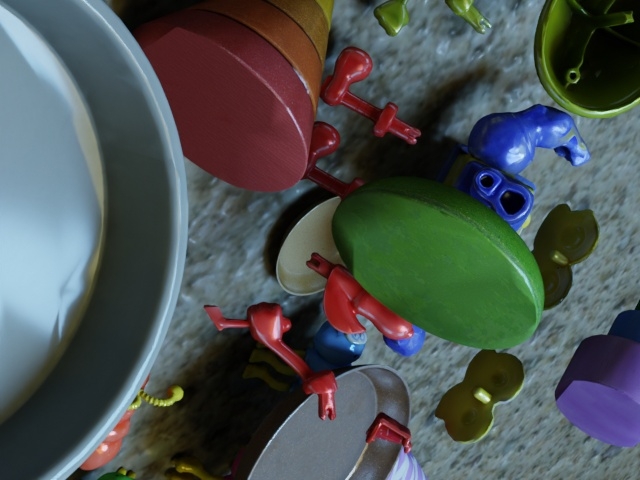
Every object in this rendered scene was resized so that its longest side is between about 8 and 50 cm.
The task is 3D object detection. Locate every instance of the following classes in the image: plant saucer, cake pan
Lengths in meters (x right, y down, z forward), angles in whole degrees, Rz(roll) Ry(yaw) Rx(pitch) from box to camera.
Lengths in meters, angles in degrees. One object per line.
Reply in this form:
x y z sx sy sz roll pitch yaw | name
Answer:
0.000 0.000 0.935 0.083 0.015 0.083 -26 140 -25 | plant saucer
-0.194 0.001 0.630 0.293 0.054 0.293 -11 107 -40 | cake pan
-0.004 0.154 0.952 0.168 0.029 0.168 -31 139 -32 | plant saucer

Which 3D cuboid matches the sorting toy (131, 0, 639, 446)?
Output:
0.070 -0.038 0.767 0.126 0.365 0.127 -56 -175 -28 | sorting toy

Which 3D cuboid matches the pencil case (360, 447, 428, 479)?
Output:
0.047 0.212 1.122 0.086 0.088 0.206 -36 143 -9 | pencil case

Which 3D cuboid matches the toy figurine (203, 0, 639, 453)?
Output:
0.089 -0.049 0.916 0.362 0.191 0.217 -62 177 -1 | toy figurine

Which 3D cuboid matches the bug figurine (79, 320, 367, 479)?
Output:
-0.083 0.139 0.937 0.279 0.072 0.216 -6 128 -42 | bug figurine
